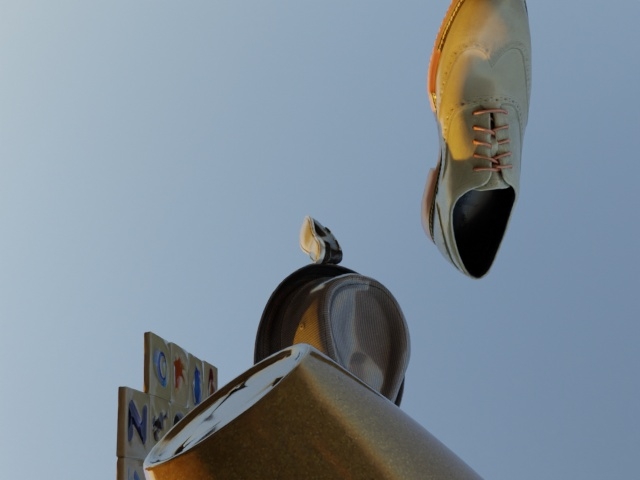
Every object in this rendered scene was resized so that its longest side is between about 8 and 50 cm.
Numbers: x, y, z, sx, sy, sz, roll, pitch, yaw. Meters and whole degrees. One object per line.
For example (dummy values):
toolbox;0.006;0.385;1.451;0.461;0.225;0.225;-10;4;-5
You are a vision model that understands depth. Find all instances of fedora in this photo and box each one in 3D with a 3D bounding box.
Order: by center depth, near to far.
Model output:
fedora;0.038;0.156;1.135;0.124;0.243;0.276;-28;-122;58

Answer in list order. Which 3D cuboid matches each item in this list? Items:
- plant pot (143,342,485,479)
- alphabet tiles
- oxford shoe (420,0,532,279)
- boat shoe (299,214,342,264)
plant pot;0.015;0.198;0.495;0.237;0.254;0.237;-35;-176;3
alphabet tiles;-0.131;0.248;0.810;0.011;0.342;0.285;-6;-108;7
oxford shoe;0.219;-0.135;1.083;0.140;0.397;0.146;-6;-150;-7
boat shoe;0.000;0.000;1.168;0.125;0.038;0.046;-128;-129;-66
